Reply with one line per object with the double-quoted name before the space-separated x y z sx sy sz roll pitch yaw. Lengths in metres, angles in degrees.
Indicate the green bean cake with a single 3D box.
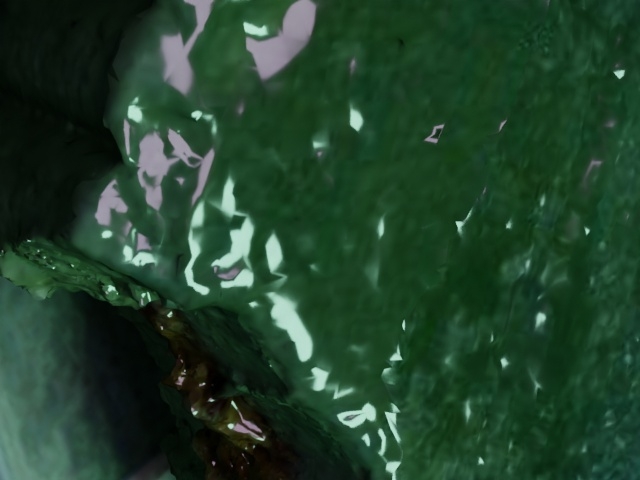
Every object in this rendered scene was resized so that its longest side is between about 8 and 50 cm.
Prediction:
"green bean cake" 0.000 0.000 0.650 0.308 0.169 0.300 10 97 -41
